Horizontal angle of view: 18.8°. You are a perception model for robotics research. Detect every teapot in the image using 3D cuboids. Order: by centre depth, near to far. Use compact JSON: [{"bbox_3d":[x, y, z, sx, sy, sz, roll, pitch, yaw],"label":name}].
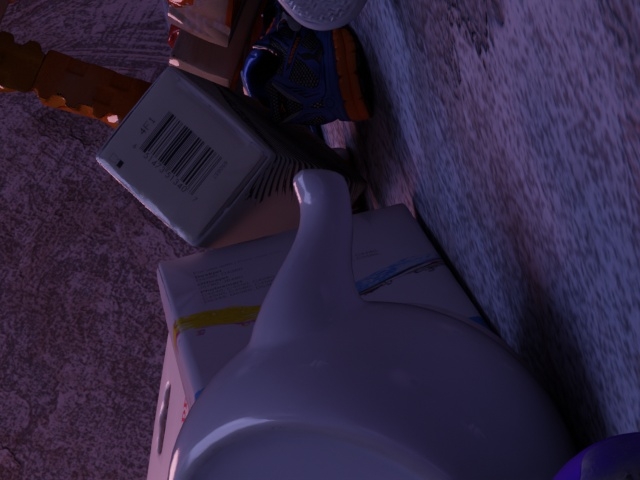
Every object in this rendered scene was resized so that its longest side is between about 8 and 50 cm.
[{"bbox_3d":[0.050,0.131,1.100,0.187,0.252,0.256,-54,-15,-49],"label":"teapot"}]

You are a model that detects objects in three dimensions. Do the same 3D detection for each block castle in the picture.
[{"bbox_3d":[-0.182,-0.280,1.601,0.453,0.303,0.213,103,-173,-65],"label":"block castle"}]

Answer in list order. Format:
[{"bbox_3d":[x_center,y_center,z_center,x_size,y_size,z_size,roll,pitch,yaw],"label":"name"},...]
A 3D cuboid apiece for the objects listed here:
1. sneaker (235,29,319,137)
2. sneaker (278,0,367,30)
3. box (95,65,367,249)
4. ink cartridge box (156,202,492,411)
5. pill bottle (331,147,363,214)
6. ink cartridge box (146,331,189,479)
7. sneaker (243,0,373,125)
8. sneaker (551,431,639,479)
[{"bbox_3d":[-0.037,-0.095,1.900,0.090,0.081,0.232,-132,35,-83],"label":"sneaker"},{"bbox_3d":[-0.011,-0.259,1.306,0.126,0.091,0.240,-21,-84,-77],"label":"sneaker"},{"bbox_3d":[-0.062,-0.054,1.521,0.113,0.094,0.275,41,-171,13],"label":"box"},{"bbox_3d":[0.014,0.128,1.336,0.270,0.197,0.198,-118,15,-64],"label":"ink cartridge box"},{"bbox_3d":[0.000,0.000,1.703,0.086,0.086,0.152,-148,45,-82],"label":"pill bottle"},{"bbox_3d":[-0.048,0.183,1.755,0.353,0.119,0.207,-175,94,-68],"label":"ink cartridge box"},{"bbox_3d":[-0.023,-0.151,1.554,0.221,0.087,0.083,-118,16,-67],"label":"sneaker"},{"bbox_3d":[0.121,0.165,0.887,0.146,0.102,0.293,-109,8,-45],"label":"sneaker"}]
